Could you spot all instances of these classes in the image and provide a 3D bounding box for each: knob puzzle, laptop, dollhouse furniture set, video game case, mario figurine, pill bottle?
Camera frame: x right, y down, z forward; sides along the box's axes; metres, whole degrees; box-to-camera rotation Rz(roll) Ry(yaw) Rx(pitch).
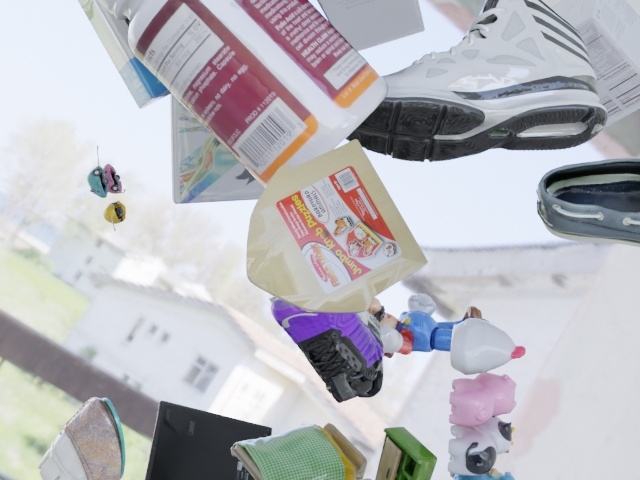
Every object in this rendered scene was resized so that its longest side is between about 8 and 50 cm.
[{"bbox_3d":[0.000,0.000,1.134,0.213,0.213,0.030,33,-18,-2],"label":"knob puzzle"},{"bbox_3d":[-0.207,0.608,2.136,0.408,0.236,0.382,17,40,-13],"label":"laptop"},{"bbox_3d":[0.011,0.350,1.619,0.198,0.151,0.301,-1,23,-34],"label":"dollhouse furniture set"},{"bbox_3d":[-0.144,-0.239,1.938,0.300,0.329,0.036,-4,20,-16],"label":"video game case"},{"bbox_3d":[0.173,0.162,1.977,0.321,0.170,0.198,-2,-23,-5],"label":"mario figurine"},{"bbox_3d":[-0.116,-0.268,1.336,0.392,0.224,0.224,46,-9,-5],"label":"pill bottle"}]

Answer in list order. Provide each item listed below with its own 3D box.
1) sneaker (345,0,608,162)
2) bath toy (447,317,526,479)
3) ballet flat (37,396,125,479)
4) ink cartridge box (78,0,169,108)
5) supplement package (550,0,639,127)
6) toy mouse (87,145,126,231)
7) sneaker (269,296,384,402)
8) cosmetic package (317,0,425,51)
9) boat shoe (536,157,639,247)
[{"bbox_3d":[0.232,-0.281,1.635,0.448,0.257,0.169,-1,-27,-5],"label":"sneaker"},{"bbox_3d":[0.294,0.297,1.746,0.129,0.348,0.151,3,24,13],"label":"bath toy"},{"bbox_3d":[-0.338,0.325,1.381,0.107,0.106,0.316,54,-30,25],"label":"ballet flat"},{"bbox_3d":[-0.256,-0.398,1.549,0.307,0.223,0.129,61,-16,-9],"label":"ink cartridge box"},{"bbox_3d":[0.658,-0.440,2.335,0.263,0.199,0.198,42,-45,-18],"label":"supplement package"},{"bbox_3d":[-0.390,-0.100,1.778,0.161,0.031,0.143,-82,154,-72],"label":"toy mouse"},{"bbox_3d":[0.026,0.165,1.480,0.102,0.146,0.293,-19,-29,22],"label":"sneaker"},{"bbox_3d":[0.055,-0.496,1.632,0.162,0.230,0.453,-15,-8,9],"label":"cosmetic package"},{"bbox_3d":[0.432,-0.052,1.257,0.319,0.116,0.099,1,-26,26],"label":"boat shoe"}]
